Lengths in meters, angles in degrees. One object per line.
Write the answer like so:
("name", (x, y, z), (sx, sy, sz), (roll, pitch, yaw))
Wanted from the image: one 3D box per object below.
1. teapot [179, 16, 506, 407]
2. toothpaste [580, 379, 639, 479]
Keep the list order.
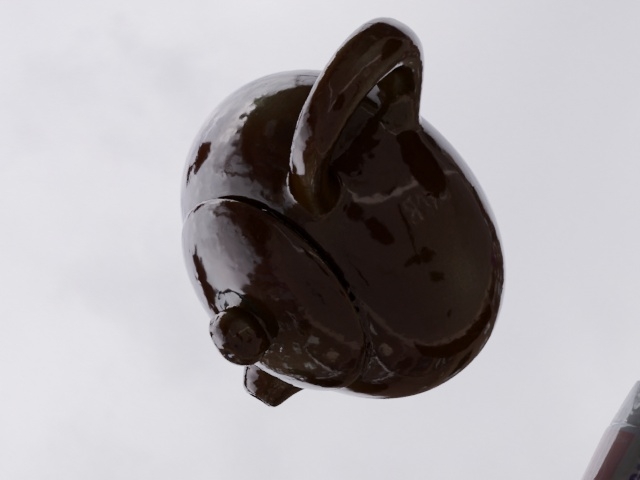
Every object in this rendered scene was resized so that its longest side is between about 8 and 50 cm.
("teapot", (0.000, 0.000, 0.600), (0.178, 0.252, 0.135), (32, -124, 14))
("toothpaste", (0.130, 0.158, 0.622), (0.194, 0.043, 0.067), (-57, -42, -20))
